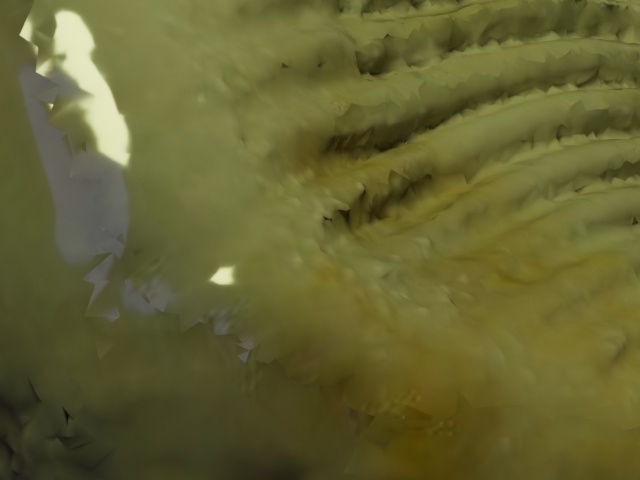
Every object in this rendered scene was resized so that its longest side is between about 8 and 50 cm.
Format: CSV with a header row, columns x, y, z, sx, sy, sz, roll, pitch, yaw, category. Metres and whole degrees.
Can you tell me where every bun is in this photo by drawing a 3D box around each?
x,y,z,sx,sy,sz,roll,pitch,yaw,category
0.000,0.000,0.597,0.219,0.365,0.365,-50,54,32,bun
